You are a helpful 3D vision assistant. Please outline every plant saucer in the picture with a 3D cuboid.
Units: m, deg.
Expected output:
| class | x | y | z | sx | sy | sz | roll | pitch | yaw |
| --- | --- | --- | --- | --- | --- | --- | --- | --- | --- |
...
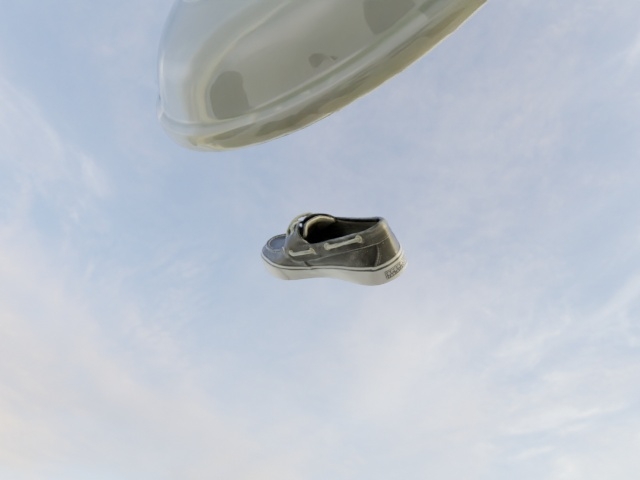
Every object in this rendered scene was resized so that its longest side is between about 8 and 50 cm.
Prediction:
| class | x | y | z | sx | sy | sz | roll | pitch | yaw |
| --- | --- | --- | --- | --- | --- | --- | --- | --- | --- |
| plant saucer | -0.014 | -0.255 | 0.412 | 0.400 | 0.400 | 0.100 | -22 | -47 | 22 |

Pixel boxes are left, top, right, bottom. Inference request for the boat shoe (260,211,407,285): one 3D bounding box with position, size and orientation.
| class | x | y | z | sx | sy | sz | roll | pitch | yaw |
| --- | --- | --- | --- | --- | --- | --- | --- | --- | --- |
| boat shoe | 0.000 | 0.000 | 0.552 | 0.219 | 0.078 | 0.070 | 0 | -55 | 45 |
